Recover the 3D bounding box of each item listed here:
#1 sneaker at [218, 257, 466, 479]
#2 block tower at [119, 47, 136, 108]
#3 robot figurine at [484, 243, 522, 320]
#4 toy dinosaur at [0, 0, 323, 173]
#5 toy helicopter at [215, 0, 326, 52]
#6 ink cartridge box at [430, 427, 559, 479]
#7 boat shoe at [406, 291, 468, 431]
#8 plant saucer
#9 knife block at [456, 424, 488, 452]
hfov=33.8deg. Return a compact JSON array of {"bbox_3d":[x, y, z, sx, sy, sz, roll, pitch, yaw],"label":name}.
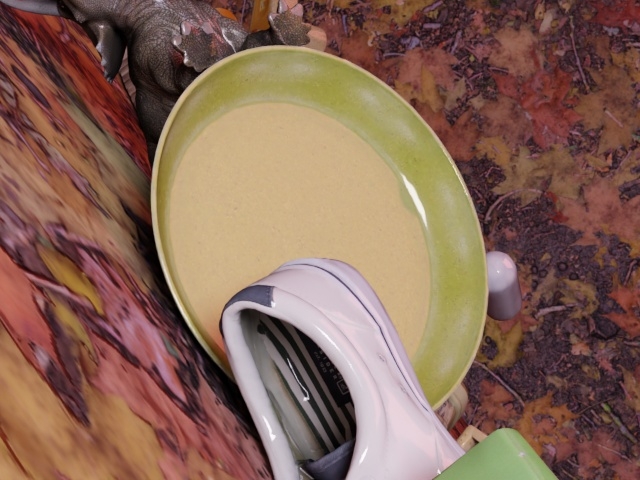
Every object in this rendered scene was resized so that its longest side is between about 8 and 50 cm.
[{"bbox_3d":[0.028,0.129,0.508,0.258,0.094,0.091,56,32,12],"label":"sneaker"},{"bbox_3d":[-0.148,-0.174,1.080,0.097,0.091,0.335,50,5,-33],"label":"block tower"},{"bbox_3d":[0.066,0.015,1.110,0.300,0.200,0.353,12,-14,21],"label":"robot figurine"},{"bbox_3d":[-0.079,-0.082,0.731,0.160,0.121,0.313,4,-54,54],"label":"toy dinosaur"},{"bbox_3d":[-0.064,-0.228,1.223,0.140,0.355,0.235,13,-12,-30],"label":"toy helicopter"},{"bbox_3d":[0.108,0.209,0.322,0.198,0.115,0.273,52,3,-14],"label":"ink cartridge box"},{"bbox_3d":[0.047,0.115,0.812,0.104,0.089,0.285,27,-18,22],"label":"boat shoe"},{"bbox_3d":[0.000,0.000,0.633,0.241,0.241,0.037,52,-41,-7],"label":"plant saucer"},{"bbox_3d":[0.166,0.257,0.815,0.275,0.088,0.242,41,-9,-2],"label":"knife block"}]
